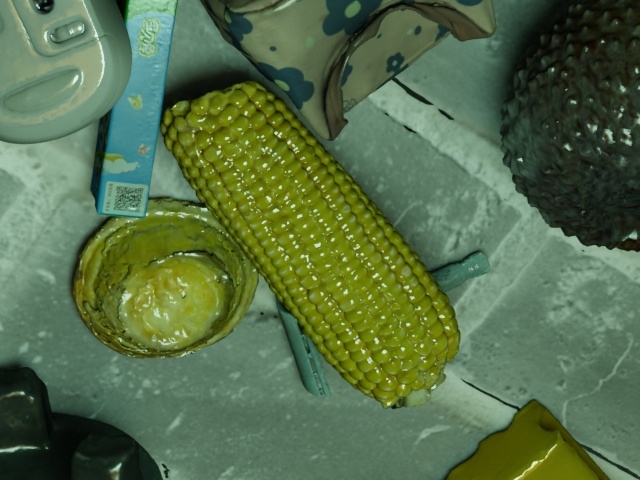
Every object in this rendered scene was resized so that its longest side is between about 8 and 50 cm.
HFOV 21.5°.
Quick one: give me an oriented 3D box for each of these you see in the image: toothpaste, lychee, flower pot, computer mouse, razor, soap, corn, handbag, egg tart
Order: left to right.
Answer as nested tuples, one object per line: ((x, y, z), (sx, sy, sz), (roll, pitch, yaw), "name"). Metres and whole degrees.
((-0.277, -0.234, 1.492), (0.184, 0.121, 0.296), (-24, 104, 8), "computer mouse")
((-0.282, 0.304, 1.640), (0.299, 0.299, 0.282), (-6, 119, -14), "flower pot")
((-0.175, -0.154, 1.591), (0.050, 0.065, 0.266), (5, 113, -14), "toothpaste")
((-0.153, 0.049, 1.689), (0.191, 0.074, 0.191), (-6, 118, -12), "egg tart")
((0.000, 0.000, 1.640), (0.144, 0.144, 0.387), (-36, 103, 1), "corn")
((0.028, -0.232, 1.555), (0.251, 0.190, 0.193), (-32, 132, -3), "handbag")
((0.073, 0.069, 1.781), (0.232, 0.068, 0.106), (-23, 120, -13), "razor")
((0.274, 0.359, 1.950), (0.204, 0.096, 0.324), (-42, 119, 4), "soap")
((0.313, -0.125, 1.638), (0.300, 0.300, 0.300), (-7, 116, -14), "lychee")
